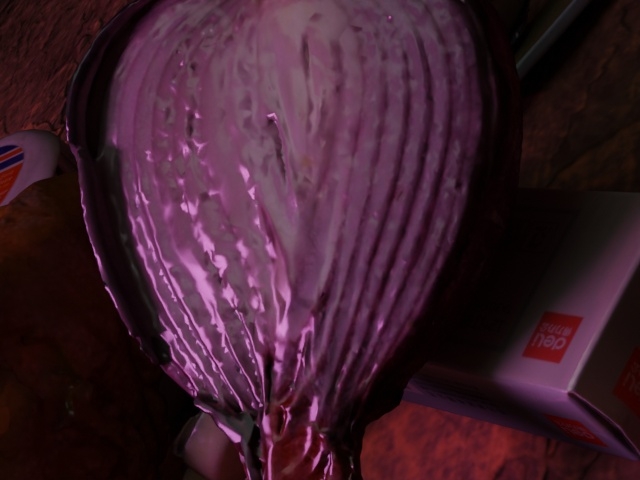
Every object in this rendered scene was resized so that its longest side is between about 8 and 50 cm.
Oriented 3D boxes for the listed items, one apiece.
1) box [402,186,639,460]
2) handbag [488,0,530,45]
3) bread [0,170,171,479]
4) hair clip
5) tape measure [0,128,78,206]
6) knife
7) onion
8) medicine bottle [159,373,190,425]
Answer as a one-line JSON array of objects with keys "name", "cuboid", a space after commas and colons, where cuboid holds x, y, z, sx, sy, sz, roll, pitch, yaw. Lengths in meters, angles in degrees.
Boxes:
[{"name": "box", "cuboid": [0.112, 0.037, 0.847, 0.269, 0.079, 0.135, 7, 62, 55]}, {"name": "handbag", "cuboid": [0.087, -0.165, 1.075, 0.173, 0.095, 0.117, -35, 26, 53]}, {"name": "bread", "cuboid": [-0.220, 0.120, 0.929, 0.194, 0.179, 0.340, -4, 86, 36]}, {"name": "hair clip", "cuboid": [-0.049, 0.090, 0.955, 0.071, 0.159, 0.218, 18, 98, 19]}, {"name": "tape measure", "cuboid": [-0.328, 0.011, 1.409, 0.258, 0.130, 0.265, -20, 35, 35]}, {"name": "knife", "cuboid": [0.130, -0.109, 1.041, 0.343, 0.027, 0.061, -48, 13, -4]}, {"name": "onion", "cuboid": [0.000, 0.000, 0.818, 0.267, 0.159, 0.348, -3, 84, 24]}, {"name": "medicine bottle", "cuboid": [-0.089, -0.010, 1.030, 0.341, 0.130, 0.130, -57, 26, 20]}]
